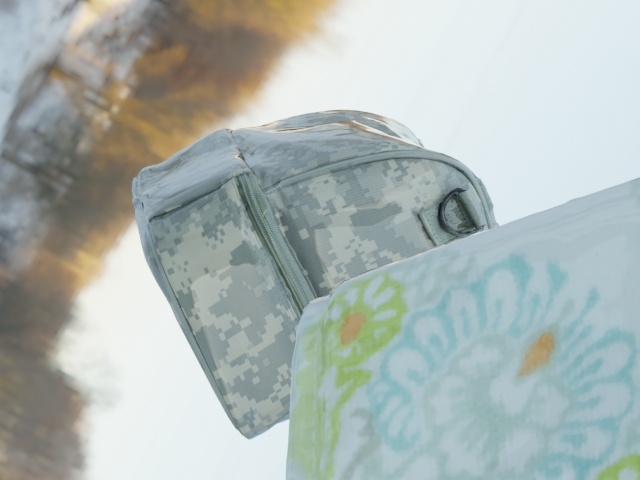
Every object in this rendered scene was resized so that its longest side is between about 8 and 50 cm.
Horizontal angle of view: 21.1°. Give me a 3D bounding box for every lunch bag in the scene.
[{"bbox_3d":[0.000,0.000,1.412,0.256,0.212,0.305,-28,-167,-1],"label":"lunch bag"}]

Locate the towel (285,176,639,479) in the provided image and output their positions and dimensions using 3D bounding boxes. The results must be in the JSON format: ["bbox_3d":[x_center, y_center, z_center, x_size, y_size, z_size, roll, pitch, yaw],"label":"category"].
[{"bbox_3d":[0.148,0.103,0.520,0.374,0.090,0.320,-18,-131,26],"label":"towel"}]
